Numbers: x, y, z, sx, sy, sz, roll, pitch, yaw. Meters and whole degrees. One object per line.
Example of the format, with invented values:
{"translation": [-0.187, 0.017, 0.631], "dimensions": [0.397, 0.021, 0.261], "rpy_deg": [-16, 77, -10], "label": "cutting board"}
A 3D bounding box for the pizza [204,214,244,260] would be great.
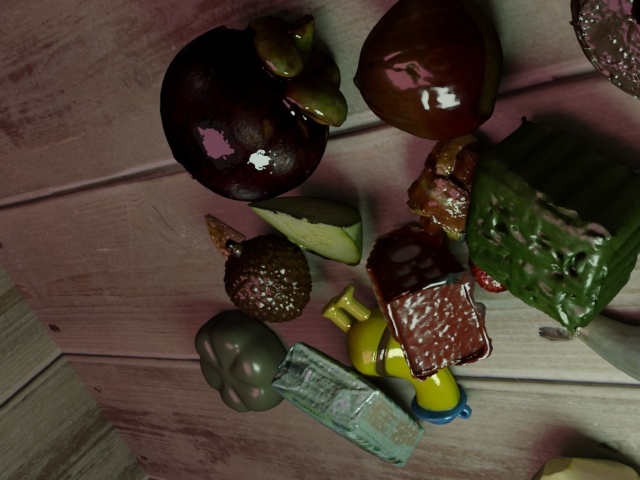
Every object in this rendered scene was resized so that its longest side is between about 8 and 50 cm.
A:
{"translation": [-0.215, -0.006, 2.161], "dimensions": [0.109, 0.026, 0.123], "rpy_deg": [-3, 121, 45], "label": "pizza"}

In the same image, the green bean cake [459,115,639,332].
{"translation": [0.343, -0.022, 1.408], "dimensions": [0.247, 0.156, 0.249], "rpy_deg": [39, 154, 28], "label": "green bean cake"}

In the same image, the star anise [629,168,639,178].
{"translation": [0.465, -0.055, 1.375], "dimensions": [0.141, 0.042, 0.141], "rpy_deg": [41, 155, 23], "label": "star anise"}

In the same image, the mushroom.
{"translation": [0.516, 0.175, 1.508], "dimensions": [0.270, 0.103, 0.118], "rpy_deg": [8, 131, 49], "label": "mushroom"}

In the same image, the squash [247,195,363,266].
{"translation": [0.000, 0.000, 1.833], "dimensions": [0.237, 0.204, 0.154], "rpy_deg": [18, 113, 34], "label": "squash"}

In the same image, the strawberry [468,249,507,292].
{"translation": [0.290, 0.034, 1.598], "dimensions": [0.106, 0.106, 0.106], "rpy_deg": [28, 141, 25], "label": "strawberry"}

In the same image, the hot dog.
{"translation": [0.217, -0.082, 1.563], "dimensions": [0.146, 0.103, 0.213], "rpy_deg": [37, 143, 16], "label": "hot dog"}

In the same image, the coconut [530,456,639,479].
{"translation": [0.485, 0.505, 1.750], "dimensions": [0.259, 0.259, 0.259], "rpy_deg": [28, 141, 25], "label": "coconut"}

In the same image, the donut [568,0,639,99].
{"translation": [0.431, -0.284, 1.142], "dimensions": [0.270, 0.103, 0.269], "rpy_deg": [25, 139, 24], "label": "donut"}

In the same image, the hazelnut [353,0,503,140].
{"translation": [0.155, -0.245, 1.374], "dimensions": [0.230, 0.229, 0.229], "rpy_deg": [28, 141, 25], "label": "hazelnut"}

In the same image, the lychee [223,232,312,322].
{"translation": [-0.115, 0.073, 1.994], "dimensions": [0.200, 0.200, 0.238], "rpy_deg": [-4, 136, 48], "label": "lychee"}

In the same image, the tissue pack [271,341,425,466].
{"translation": [0.064, 0.354, 2.024], "dimensions": [0.228, 0.128, 0.311], "rpy_deg": [28, 170, 34], "label": "tissue pack"}

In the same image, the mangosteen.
{"translation": [-0.106, -0.235, 1.618], "dimensions": [0.347, 0.307, 0.307], "rpy_deg": [-40, 93, 24], "label": "mangosteen"}

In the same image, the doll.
{"translation": [0.164, 0.236, 1.904], "dimensions": [0.363, 0.145, 0.199], "rpy_deg": [41, 142, -3], "label": "doll"}

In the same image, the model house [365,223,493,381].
{"translation": [0.178, 0.096, 1.707], "dimensions": [0.254, 0.160, 0.196], "rpy_deg": [-119, 6, -61], "label": "model house"}

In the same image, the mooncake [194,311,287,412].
{"translation": [-0.195, 0.304, 2.356], "dimensions": [0.275, 0.135, 0.274], "rpy_deg": [27, 137, 29], "label": "mooncake"}
